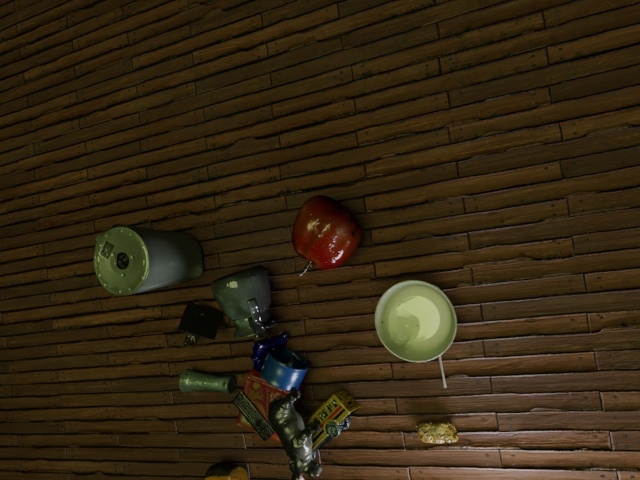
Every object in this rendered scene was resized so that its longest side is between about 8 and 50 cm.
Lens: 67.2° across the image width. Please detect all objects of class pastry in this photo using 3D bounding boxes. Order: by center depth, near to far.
[{"bbox_3d":[0.406,0.672,1.687,0.140,0.056,0.080,-17,73,22],"label":"pastry"}]

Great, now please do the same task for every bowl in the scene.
[{"bbox_3d":[0.337,0.269,1.664,0.277,0.145,0.277,-1,88,20],"label":"bowl"}]

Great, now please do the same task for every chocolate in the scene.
[{"bbox_3d":[-0.201,0.644,1.890,0.234,0.108,0.238,15,94,19],"label":"chocolate"}]

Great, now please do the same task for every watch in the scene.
[{"bbox_3d":[-0.150,0.470,1.827,0.200,0.196,0.171,30,110,25],"label":"watch"}]

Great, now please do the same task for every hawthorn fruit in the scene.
[{"bbox_3d":[0.000,0.000,1.729,0.254,0.254,0.300,34,90,17],"label":"hawthorn fruit"}]

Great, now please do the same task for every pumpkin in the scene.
[{"bbox_3d":[-0.355,1.001,1.950,0.130,0.126,0.248,-15,104,12],"label":"pumpkin"}]

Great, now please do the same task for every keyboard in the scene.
[{"bbox_3d":[-0.259,0.674,1.849,0.202,0.011,0.067,46,106,14],"label":"keyboard"}]

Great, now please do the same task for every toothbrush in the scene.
[{"bbox_3d":[0.426,0.421,1.700,0.017,0.014,0.194,-8,87,18],"label":"toothbrush"}]

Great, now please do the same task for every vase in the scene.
[{"bbox_3d":[-0.466,0.590,1.999,0.219,0.096,0.096,0,90,18],"label":"vase"}]

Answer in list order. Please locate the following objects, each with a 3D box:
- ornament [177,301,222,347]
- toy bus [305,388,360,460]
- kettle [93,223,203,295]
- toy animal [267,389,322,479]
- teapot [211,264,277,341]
[{"bbox_3d":[-0.515,0.384,2.013,0.153,0.166,0.196,18,129,-9],"label":"ornament"},{"bbox_3d":[0.001,0.712,1.807,0.123,0.121,0.335,47,106,20],"label":"toy bus"},{"bbox_3d":[-0.705,0.049,1.931,0.361,0.376,0.250,29,100,18],"label":"kettle"},{"bbox_3d":[-0.081,0.722,1.725,0.168,0.106,0.343,-24,79,22],"label":"toy animal"},{"bbox_3d":[-0.254,0.252,1.841,0.305,0.223,0.285,-14,95,46],"label":"teapot"}]
